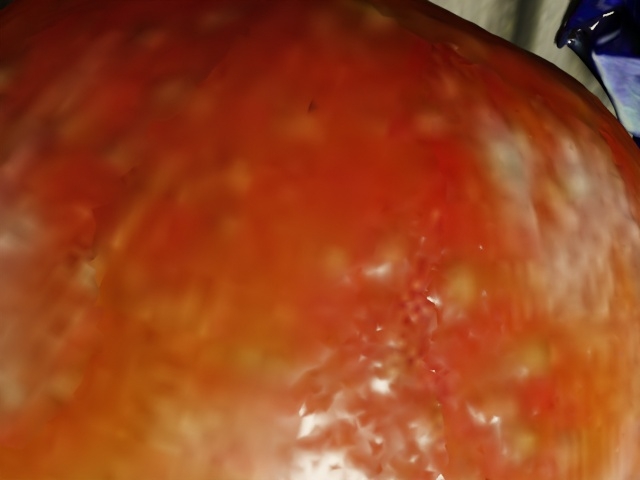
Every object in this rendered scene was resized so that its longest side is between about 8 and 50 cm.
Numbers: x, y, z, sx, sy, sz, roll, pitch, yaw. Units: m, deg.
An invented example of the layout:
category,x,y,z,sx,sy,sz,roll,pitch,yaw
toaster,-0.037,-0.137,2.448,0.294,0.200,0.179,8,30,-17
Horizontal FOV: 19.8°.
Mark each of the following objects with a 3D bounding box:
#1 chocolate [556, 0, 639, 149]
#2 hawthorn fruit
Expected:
category,x,y,z,sx,sy,sz,roll,pitch,yaw
chocolate,0.195,-0.065,0.840,0.148,0.126,0.343,-9,154,12
hawthorn fruit,-0.011,0.039,0.451,0.263,0.235,0.231,-43,-168,39
